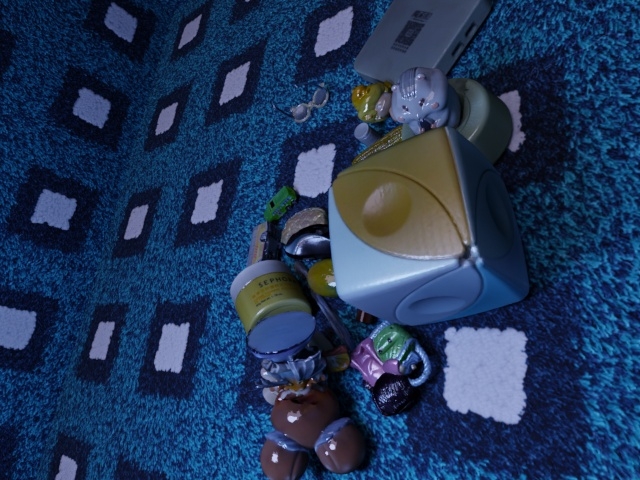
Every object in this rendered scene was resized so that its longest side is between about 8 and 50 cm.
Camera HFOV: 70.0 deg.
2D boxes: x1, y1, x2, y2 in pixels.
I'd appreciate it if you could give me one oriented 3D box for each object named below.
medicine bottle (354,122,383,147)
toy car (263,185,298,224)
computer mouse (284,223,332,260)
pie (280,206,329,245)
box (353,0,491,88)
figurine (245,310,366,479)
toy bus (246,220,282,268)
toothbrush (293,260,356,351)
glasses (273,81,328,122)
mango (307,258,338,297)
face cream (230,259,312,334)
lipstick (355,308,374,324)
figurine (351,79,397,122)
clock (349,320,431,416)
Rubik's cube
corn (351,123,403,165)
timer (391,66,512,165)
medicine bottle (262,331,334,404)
[{"bbox_3d":[0.160,-0.341,1.503,0.058,0.091,0.058,-19,60,36],"label":"medicine bottle"},{"bbox_3d":[-0.157,-0.132,1.724,0.165,0.063,0.071,-42,48,21],"label":"toy car"},{"bbox_3d":[0.000,0.000,1.426,0.234,0.096,0.137,-5,23,9],"label":"computer mouse"},{"bbox_3d":[-0.045,-0.033,1.582,0.218,0.052,0.184,31,94,47],"label":"pie"},{"bbox_3d":[0.322,-0.668,1.506,0.372,0.091,0.367,-55,46,8],"label":"box"},{"bbox_3d":[-0.046,0.409,1.190,0.277,0.387,0.248,-11,21,6],"label":"figurine"},{"bbox_3d":[-0.207,0.059,1.640,0.106,0.092,0.267,-21,49,33],"label":"toy bus"},{"bbox_3d":[0.007,0.198,1.442,0.413,0.035,0.042,52,129,44],"label":"toothbrush"},{"bbox_3d":[-0.074,-0.519,1.746,0.190,0.221,0.088,-31,92,28],"label":"glasses"},{"bbox_3d":[0.046,0.112,1.410,0.195,0.092,0.130,-13,58,29],"label":"mango"},{"bbox_3d":[-0.158,0.201,1.460,0.218,0.218,0.179,-48,47,16],"label":"face cream"},{"bbox_3d":[0.166,0.067,1.336,0.057,0.057,0.356,1,72,44],"label":"lipstick"},{"bbox_3d":[0.206,-0.427,1.445,0.247,0.131,0.156,28,80,30],"label":"figurine"},{"bbox_3d":[0.183,0.326,1.172,0.194,0.100,0.195,-48,47,14],"label":"clock"},{"bbox_3d":[0.250,-0.012,1.082,0.353,0.352,0.346,-21,58,33],"label":"Rubik's cube"},{"bbox_3d":[0.197,-0.284,1.451,0.231,0.080,0.080,-38,50,26],"label":"corn"},{"bbox_3d":[0.306,-0.334,1.204,0.291,0.315,0.290,-18,61,37],"label":"timer"},{"bbox_3d":[-0.074,0.391,1.370,0.252,0.114,0.114,-48,46,15],"label":"medicine bottle"}]
